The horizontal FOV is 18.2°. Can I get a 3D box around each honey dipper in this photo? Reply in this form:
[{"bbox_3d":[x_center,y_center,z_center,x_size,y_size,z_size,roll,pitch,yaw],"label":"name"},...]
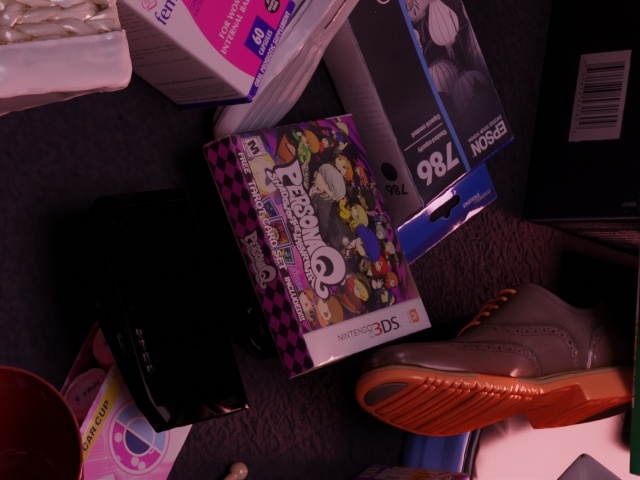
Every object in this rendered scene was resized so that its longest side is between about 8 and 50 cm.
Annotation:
[{"bbox_3d":[-0.122,0.256,1.865,0.161,0.030,0.030,-42,115,-37],"label":"honey dipper"}]

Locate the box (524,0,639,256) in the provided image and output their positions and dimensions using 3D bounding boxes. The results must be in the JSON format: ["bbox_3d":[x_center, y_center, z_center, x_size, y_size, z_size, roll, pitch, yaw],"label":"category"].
[{"bbox_3d":[0.409,-0.133,2.248,0.294,0.183,0.296,16,79,-42],"label":"box"}]

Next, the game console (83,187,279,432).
[{"bbox_3d":[-0.076,0.049,1.852,0.361,0.044,0.213,-10,81,-54],"label":"game console"}]

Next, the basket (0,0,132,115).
[{"bbox_3d":[-0.367,-0.204,1.458,0.328,0.331,0.266,-10,94,-42],"label":"basket"}]

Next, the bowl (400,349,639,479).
[{"bbox_3d":[0.250,0.269,2.165,0.391,0.077,0.391,1,89,-42],"label":"bowl"}]

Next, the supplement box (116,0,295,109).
[{"bbox_3d":[-0.147,-0.224,1.799,0.220,0.114,0.111,35,67,-34],"label":"supplement box"}]

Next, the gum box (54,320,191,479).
[{"bbox_3d":[-0.181,0.165,1.790,0.107,0.062,0.188,41,63,-34],"label":"gum box"}]

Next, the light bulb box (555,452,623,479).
[{"bbox_3d":[0.235,0.455,1.895,0.358,0.225,0.361,-44,148,-12],"label":"light bulb box"}]

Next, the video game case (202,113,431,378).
[{"bbox_3d":[0.000,0.000,1.904,0.210,0.042,0.232,-13,82,-55],"label":"video game case"}]

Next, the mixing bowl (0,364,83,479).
[{"bbox_3d":[-0.269,0.205,1.660,0.098,0.181,0.181,63,45,-62],"label":"mixing bowl"}]

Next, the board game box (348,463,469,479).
[{"bbox_3d":[0.026,0.344,1.917,0.275,0.144,0.142,-32,109,-38],"label":"board game box"}]

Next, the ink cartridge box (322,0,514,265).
[{"bbox_3d":[0.100,-0.155,2.051,0.165,0.065,0.332,-38,114,-37],"label":"ink cartridge box"}]

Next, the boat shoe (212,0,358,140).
[{"bbox_3d":[-0.042,-0.190,1.914,0.226,0.076,0.083,-52,159,-5],"label":"boat shoe"}]

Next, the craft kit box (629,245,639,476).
[{"bbox_3d":[0.401,0.097,2.077,0.247,0.061,0.250,-19,115,-51],"label":"craft kit box"}]

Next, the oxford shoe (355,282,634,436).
[{"bbox_3d":[0.170,0.116,1.996,0.364,0.130,0.132,4,64,-42],"label":"oxford shoe"}]
